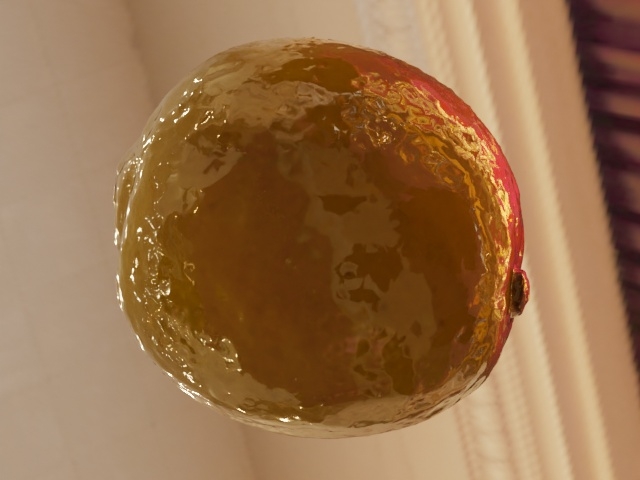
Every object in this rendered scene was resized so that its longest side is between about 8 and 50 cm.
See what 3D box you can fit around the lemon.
[{"bbox_3d":[0.000,0.000,1.455,0.348,0.348,0.348,-7,-76,-30],"label":"lemon"}]
